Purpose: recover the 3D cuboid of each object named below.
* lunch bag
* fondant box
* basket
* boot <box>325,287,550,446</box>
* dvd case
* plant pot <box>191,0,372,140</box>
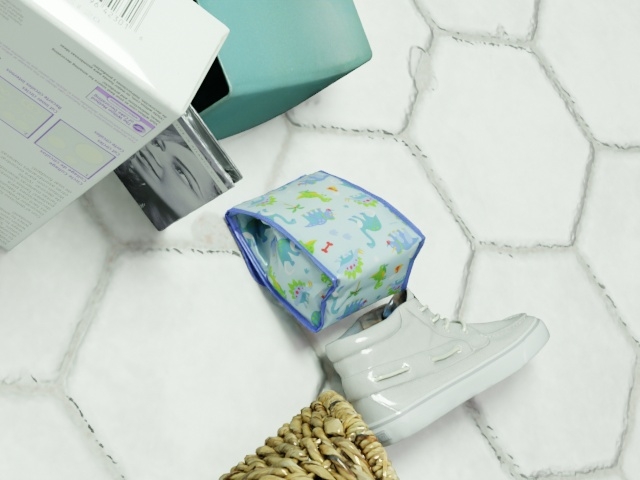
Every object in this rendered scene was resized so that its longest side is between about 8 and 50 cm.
[{"bbox_3d":[0.000,0.000,1.430,0.128,0.096,0.151,-24,58,-39],"label":"lunch bag"},{"bbox_3d":[-0.258,-0.137,1.148,0.238,0.330,0.096,36,55,-18],"label":"fondant box"},{"bbox_3d":[0.063,0.283,1.285,0.223,0.213,0.299,-34,94,-38],"label":"basket"},{"bbox_3d":[0.119,0.097,1.473,0.258,0.095,0.123,-27,91,-40],"label":"boot"},{"bbox_3d":[-0.154,-0.094,1.277,0.018,0.221,0.164,-38,96,-24],"label":"dvd case"},{"bbox_3d":[-0.077,-0.191,1.413,0.234,0.165,0.165,-12,79,-46],"label":"plant pot"}]
